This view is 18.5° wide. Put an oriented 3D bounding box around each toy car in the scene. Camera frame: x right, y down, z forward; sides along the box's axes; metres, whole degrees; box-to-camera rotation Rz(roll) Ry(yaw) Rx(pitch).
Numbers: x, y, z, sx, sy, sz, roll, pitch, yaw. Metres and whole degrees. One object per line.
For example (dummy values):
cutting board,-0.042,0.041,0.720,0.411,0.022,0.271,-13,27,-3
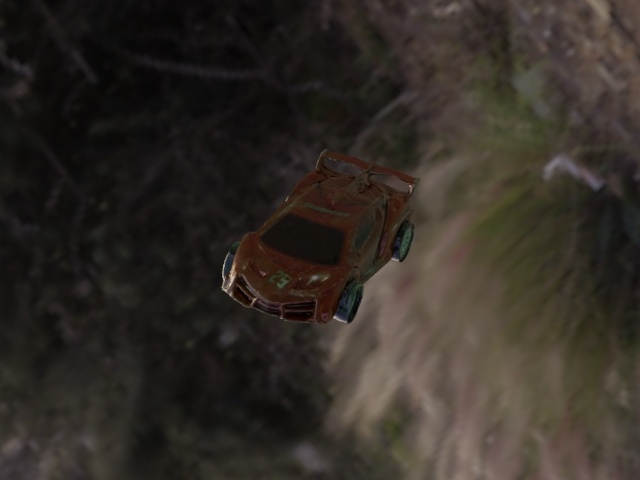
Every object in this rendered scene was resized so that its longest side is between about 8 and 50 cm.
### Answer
toy car,0.000,0.000,0.843,0.059,0.122,0.035,19,116,15
